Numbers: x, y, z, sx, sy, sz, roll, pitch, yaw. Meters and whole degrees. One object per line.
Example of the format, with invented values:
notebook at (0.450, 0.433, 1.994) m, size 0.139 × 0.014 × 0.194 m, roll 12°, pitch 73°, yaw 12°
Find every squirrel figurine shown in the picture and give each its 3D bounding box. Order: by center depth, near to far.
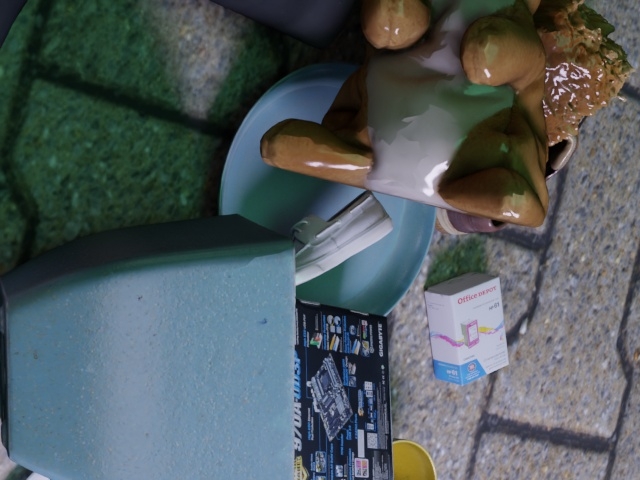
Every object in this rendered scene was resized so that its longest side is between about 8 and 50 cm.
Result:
squirrel figurine at (0.172, -0.214, 1.329) m, size 0.397 × 0.281 × 0.370 m, roll 9°, pitch 94°, yaw -62°

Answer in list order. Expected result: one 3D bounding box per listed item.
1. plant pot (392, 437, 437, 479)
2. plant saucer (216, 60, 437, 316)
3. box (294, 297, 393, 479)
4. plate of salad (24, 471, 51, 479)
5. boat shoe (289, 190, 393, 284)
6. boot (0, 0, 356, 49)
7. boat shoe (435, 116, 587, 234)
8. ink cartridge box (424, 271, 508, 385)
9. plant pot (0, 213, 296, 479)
plant pot at (0.058, 0.291, 1.473) m, size 0.134 × 0.095 × 0.134 m, roll -5°, pitch 99°, yaw -38°
plant saucer at (0.005, -0.044, 1.421) m, size 0.318 × 0.044 × 0.317 m, roll -6°, pitch 100°, yaw -39°
box at (0.002, 0.179, 1.339) m, size 0.175 × 0.051 × 0.220 m, roll 13°, pitch 69°, yaw -44°
plate of salad at (-0.235, 0.307, 1.271) m, size 0.200 × 0.048 × 0.199 m, roll -6°, pitch 99°, yaw -38°
boat shoe at (0.000, 0.000, 1.360) m, size 0.184 × 0.066 × 0.063 m, roll -30°, pitch 92°, yaw -25°
boot at (-0.162, -0.268, 1.205) m, size 0.445 × 0.146 × 0.367 m, roll 13°, pitch 90°, yaw -44°
boat shoe at (0.278, -0.127, 1.576) m, size 0.342 × 0.123 × 0.123 m, roll -43°, pitch 120°, yaw -26°
ink cartridge box at (0.186, 0.110, 1.580) m, size 0.089 × 0.052 × 0.122 m, roll -19°, pitch 106°, yaw -35°
plant pot at (-0.176, 0.110, 1.177) m, size 0.252 × 0.247 × 0.247 m, roll -1°, pitch 98°, yaw -16°
